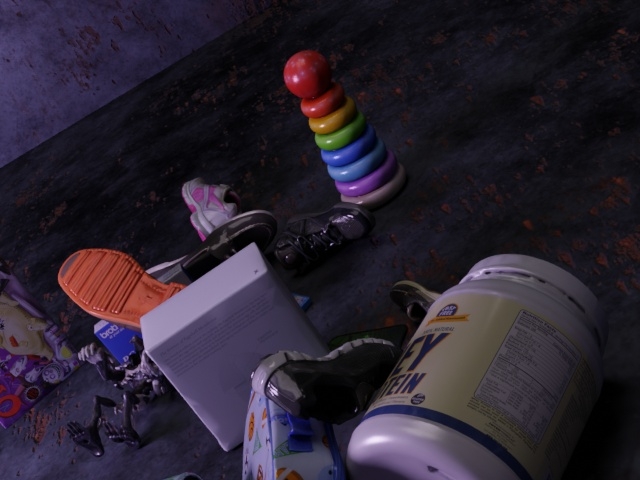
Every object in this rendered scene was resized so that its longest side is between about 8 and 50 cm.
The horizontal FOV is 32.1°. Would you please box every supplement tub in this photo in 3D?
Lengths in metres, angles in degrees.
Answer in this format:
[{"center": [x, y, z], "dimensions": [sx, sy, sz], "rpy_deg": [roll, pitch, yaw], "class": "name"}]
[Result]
[{"center": [0.201, 0.196, 1.348], "dimensions": [0.235, 0.235, 0.325], "rpy_deg": [-6, 37, 42], "class": "supplement tub"}]

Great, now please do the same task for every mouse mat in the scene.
[{"center": [0.051, 0.205, 1.752], "dimensions": [0.153, 0.007, 0.189], "rpy_deg": [-14, 33, 33], "class": "mouse mat"}]

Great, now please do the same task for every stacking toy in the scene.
[{"center": [0.033, -0.220, 2.127], "dimensions": [0.141, 0.330, 0.141], "rpy_deg": [-25, 27, 14], "class": "stacking toy"}]

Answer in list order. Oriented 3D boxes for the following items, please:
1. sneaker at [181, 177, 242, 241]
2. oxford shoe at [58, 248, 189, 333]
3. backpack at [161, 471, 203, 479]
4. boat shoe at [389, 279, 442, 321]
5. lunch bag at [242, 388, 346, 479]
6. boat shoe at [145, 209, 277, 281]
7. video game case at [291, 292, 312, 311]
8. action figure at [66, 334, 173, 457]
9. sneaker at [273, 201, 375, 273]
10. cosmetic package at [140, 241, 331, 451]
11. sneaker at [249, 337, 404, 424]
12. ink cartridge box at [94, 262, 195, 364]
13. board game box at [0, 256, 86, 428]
[{"center": [-0.227, -0.073, 2.433], "dimensions": [0.111, 0.103, 0.252], "rpy_deg": [-28, 33, 0], "class": "sneaker"}, {"center": [-0.329, 0.123, 2.038], "dimensions": [0.364, 0.132, 0.130], "rpy_deg": [23, 69, 28], "class": "oxford shoe"}, {"center": [-0.196, 0.428, 1.399], "dimensions": [0.191, 0.225, 0.253], "rpy_deg": [-17, 26, 19], "class": "backpack"}, {"center": [0.155, 0.102, 1.757], "dimensions": [0.049, 0.056, 0.152], "rpy_deg": [-39, 27, -23], "class": "boat shoe"}, {"center": [-0.035, 0.304, 1.411], "dimensions": [0.115, 0.243, 0.303], "rpy_deg": [4, 23, -11], "class": "lunch bag"}, {"center": [-0.220, 0.059, 2.196], "dimensions": [0.335, 0.112, 0.095], "rpy_deg": [-29, 43, 18], "class": "boat shoe"}, {"center": [-0.108, 0.134, 2.017], "dimensions": [0.166, 0.015, 0.119], "rpy_deg": [10, 48, 47], "class": "video game case"}, {"center": [-0.336, 0.242, 1.955], "dimensions": [0.164, 0.140, 0.275], "rpy_deg": [-6, 35, 18], "class": "action figure"}, {"center": [0.000, 0.000, 2.069], "dimensions": [0.228, 0.087, 0.130], "rpy_deg": [-10, 36, 43], "class": "sneaker"}, {"center": [-0.128, 0.165, 1.757], "dimensions": [0.224, 0.224, 0.138], "rpy_deg": [-34, 25, 0], "class": "cosmetic package"}, {"center": [0.032, 0.179, 1.361], "dimensions": [0.234, 0.078, 0.106], "rpy_deg": [-2, 31, -41], "class": "sneaker"}, {"center": [-0.323, 0.145, 2.138], "dimensions": [0.207, 0.097, 0.046], "rpy_deg": [-36, 20, 1], "class": "ink cartridge box"}, {"center": [-0.637, 0.177, 2.159], "dimensions": [0.208, 0.346, 0.056], "rpy_deg": [-39, 30, -12], "class": "board game box"}]
